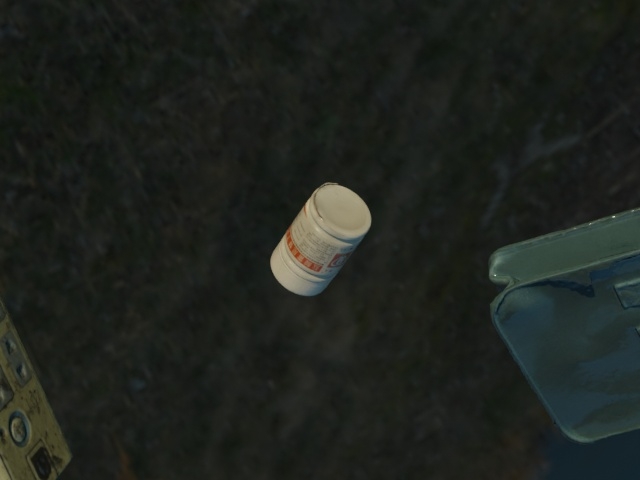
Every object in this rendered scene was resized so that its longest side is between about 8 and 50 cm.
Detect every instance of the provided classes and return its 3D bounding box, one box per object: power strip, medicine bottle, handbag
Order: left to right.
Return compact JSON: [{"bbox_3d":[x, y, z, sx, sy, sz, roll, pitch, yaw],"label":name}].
[{"bbox_3d":[-0.226,0.088,1.120,0.034,0.092,0.268,-14,108,23],"label":"power strip"},{"bbox_3d":[0.000,0.000,1.433,0.057,0.057,0.089,-2,145,-33],"label":"medicine bottle"},{"bbox_3d":[0.254,0.073,1.446,0.179,0.062,0.229,-18,135,20],"label":"handbag"}]
